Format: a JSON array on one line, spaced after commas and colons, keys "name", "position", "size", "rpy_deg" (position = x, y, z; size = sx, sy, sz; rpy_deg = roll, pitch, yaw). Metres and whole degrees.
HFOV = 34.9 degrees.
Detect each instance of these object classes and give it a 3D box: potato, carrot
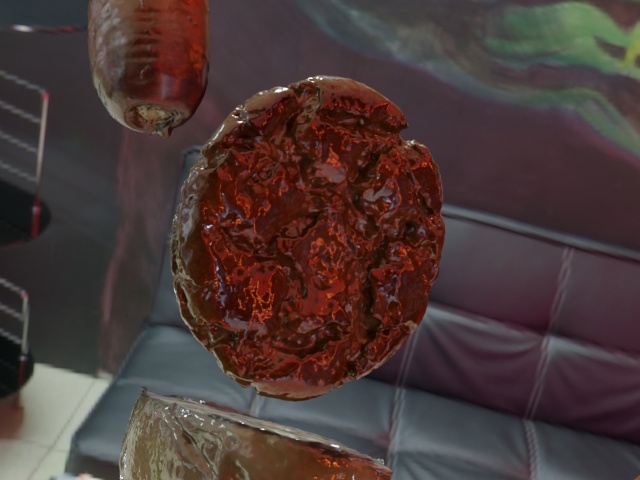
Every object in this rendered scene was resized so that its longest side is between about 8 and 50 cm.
[{"name": "potato", "position": [-0.079, 0.274, 0.870], "size": [0.189, 0.264, 0.211], "rpy_deg": [10, -1, -19]}, {"name": "carrot", "position": [-0.084, -0.140, 0.507], "size": [0.060, 0.060, 0.186], "rpy_deg": [5, 66, -18]}]

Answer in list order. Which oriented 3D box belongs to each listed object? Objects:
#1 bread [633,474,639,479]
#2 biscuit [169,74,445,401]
[{"name": "bread", "position": [0.286, 0.216, 0.768], "size": [0.245, 0.094, 0.102], "rpy_deg": [-31, -3, -12]}, {"name": "biscuit", "position": [0.000, 0.000, 0.696], "size": [0.226, 0.226, 0.042], "rpy_deg": [-2, 6, -30]}]
